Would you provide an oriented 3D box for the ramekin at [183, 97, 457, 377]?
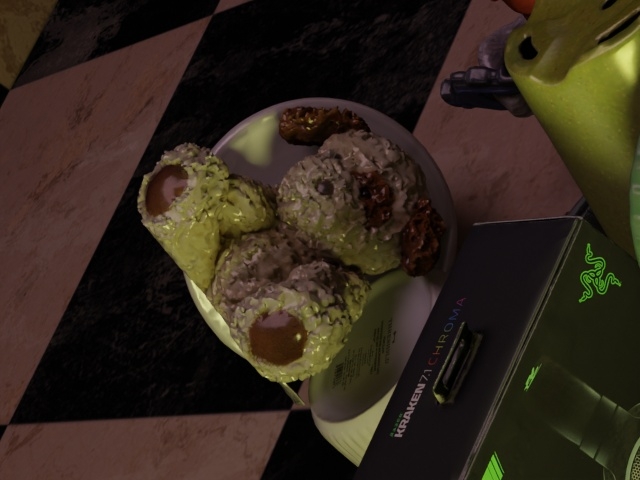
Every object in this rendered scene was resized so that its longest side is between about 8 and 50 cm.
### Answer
[{"bbox_3d":[-0.009,-0.010,1.912,0.273,0.273,0.127,-53,14,4],"label":"ramekin"}]

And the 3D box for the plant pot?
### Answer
[{"bbox_3d":[0.280,-0.097,1.475,0.276,0.254,0.276,-35,25,18],"label":"plant pot"}]

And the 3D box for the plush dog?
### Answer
[{"bbox_3d":[0.000,0.000,1.759,0.225,0.210,0.262,-40,60,0],"label":"plush dog"}]

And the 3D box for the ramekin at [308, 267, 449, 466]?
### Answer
[{"bbox_3d":[0.083,0.121,1.763,0.207,0.109,0.207,-39,31,29],"label":"ramekin"}]

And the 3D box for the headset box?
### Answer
[{"bbox_3d":[0.179,0.148,1.376,0.131,0.283,0.246,-4,55,58],"label":"headset box"}]

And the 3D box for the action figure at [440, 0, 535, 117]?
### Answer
[{"bbox_3d":[0.256,-0.210,1.686,0.341,0.330,0.178,6,65,25],"label":"action figure"}]

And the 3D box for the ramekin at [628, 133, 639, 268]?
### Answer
[{"bbox_3d":[0.353,-0.027,1.291,0.303,0.303,0.148,-58,19,-6],"label":"ramekin"}]

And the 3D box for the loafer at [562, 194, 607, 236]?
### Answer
[{"bbox_3d":[0.204,0.061,1.657,0.084,0.096,0.267,-15,48,60],"label":"loafer"}]
